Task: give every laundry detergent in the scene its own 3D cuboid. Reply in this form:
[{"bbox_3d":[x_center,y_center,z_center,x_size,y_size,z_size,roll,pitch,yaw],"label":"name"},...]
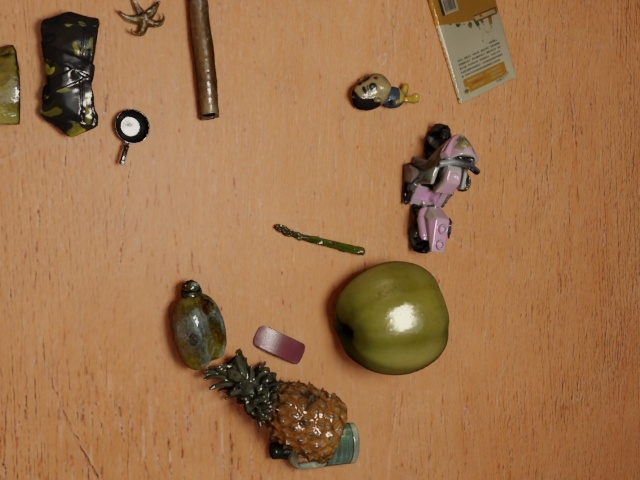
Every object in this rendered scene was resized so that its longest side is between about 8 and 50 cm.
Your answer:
[{"bbox_3d":[-0.015,0.493,1.486,0.225,0.070,0.099,4,91,-29],"label":"laundry detergent"}]

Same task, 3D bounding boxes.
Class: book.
[{"bbox_3d":[0.399,-0.534,1.628,0.207,0.020,0.296,-28,107,-23],"label":"book"}]

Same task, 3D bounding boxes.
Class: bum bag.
[{"bbox_3d":[-0.472,-0.312,1.172,0.106,0.060,0.233,2,92,-19],"label":"bum bag"}]

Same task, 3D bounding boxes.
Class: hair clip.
[{"bbox_3d":[-0.092,0.245,1.449,0.137,0.022,0.054,30,78,-27],"label":"hair clip"}]

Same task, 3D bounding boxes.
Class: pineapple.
[{"bbox_3d":[-0.108,0.358,1.375,0.340,0.169,0.169,28,82,-9],"label":"pineapple"}]

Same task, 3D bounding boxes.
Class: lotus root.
[{"bbox_3d":[-0.260,0.177,1.318,0.113,0.088,0.192,-20,104,-41],"label":"lotus root"}]

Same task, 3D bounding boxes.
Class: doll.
[{"bbox_3d":[0.149,-0.353,1.482,0.179,0.102,0.089,-14,141,-26],"label":"doll"}]

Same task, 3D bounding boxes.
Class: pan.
[{"bbox_3d":[-0.385,-0.206,1.247,0.068,0.023,0.115,19,84,-29],"label":"pan"}]

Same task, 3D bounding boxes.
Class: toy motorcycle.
[{"bbox_3d":[0.291,-0.126,1.517,0.143,0.188,0.327,8,91,-24],"label":"toy motorcycle"}]

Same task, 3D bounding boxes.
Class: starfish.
[{"bbox_3d":[-0.356,-0.444,1.237,0.091,0.028,0.078,-1,90,-25],"label":"starfish"}]

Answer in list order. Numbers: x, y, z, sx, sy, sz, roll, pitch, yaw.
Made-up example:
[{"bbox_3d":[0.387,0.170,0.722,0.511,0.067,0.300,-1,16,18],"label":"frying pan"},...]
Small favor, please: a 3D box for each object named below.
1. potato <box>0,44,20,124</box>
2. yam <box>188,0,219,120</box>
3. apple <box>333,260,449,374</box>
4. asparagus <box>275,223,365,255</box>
[{"bbox_3d":[-0.599,-0.280,1.097,0.120,0.081,0.149,-3,97,-29],"label":"potato"},{"bbox_3d":[-0.242,-0.384,1.292,0.046,0.046,0.264,-8,99,-27],"label":"yam"},{"bbox_3d":[0.171,0.188,1.470,0.278,0.279,0.280,-3,97,-27],"label":"apple"},{"bbox_3d":[0.000,0.000,1.470,0.248,0.024,0.025,15,81,-27],"label":"asparagus"}]
